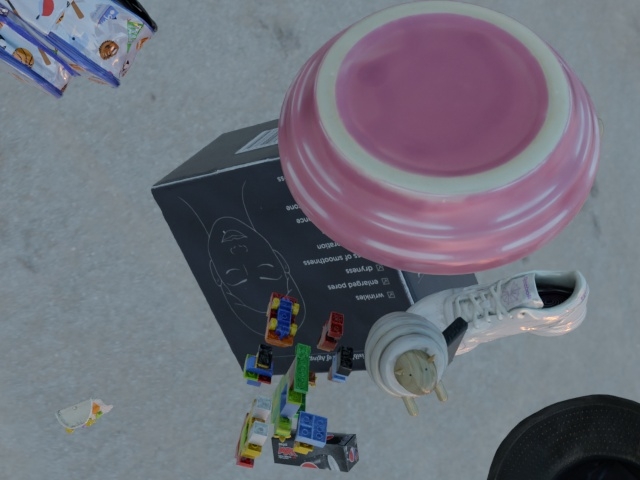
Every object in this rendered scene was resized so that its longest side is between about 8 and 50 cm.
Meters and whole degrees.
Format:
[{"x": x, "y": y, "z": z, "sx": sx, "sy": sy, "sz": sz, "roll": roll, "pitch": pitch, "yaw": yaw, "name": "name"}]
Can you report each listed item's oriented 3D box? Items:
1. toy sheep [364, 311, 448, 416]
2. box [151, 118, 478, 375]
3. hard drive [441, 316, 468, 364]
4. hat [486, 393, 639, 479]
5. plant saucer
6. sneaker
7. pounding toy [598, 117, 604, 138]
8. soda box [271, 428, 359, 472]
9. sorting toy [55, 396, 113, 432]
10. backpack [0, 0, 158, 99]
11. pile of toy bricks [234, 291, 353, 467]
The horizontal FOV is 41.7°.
[{"x": 0.084, "y": 0.113, "z": 0.825, "sx": 0.091, "sy": 0.132, "sz": 0.091, "roll": -3, "pitch": 106, "yaw": -12, "name": "toy sheep"}, {"x": 0.000, "y": 0.000, "z": 1.698, "sx": 0.297, "sy": 0.479, "sz": 0.472, "roll": -48, "pitch": 122, "yaw": -50, "name": "box"}, {"x": 0.169, "y": 0.174, "z": 1.232, "sx": 0.094, "sy": 0.135, "sz": 0.022, "roll": -39, "pitch": 69, "yaw": -22, "name": "hard drive"}, {"x": 0.365, "y": 0.354, "z": 1.016, "sx": 0.134, "sy": 0.331, "sz": 0.332, "roll": 14, "pitch": 71, "yaw": -55, "name": "hat"}, {"x": 0.120, "y": -0.127, "z": 0.853, "sx": 0.084, "sy": 0.332, "sz": 0.332, "roll": 85, "pitch": 22, "yaw": -60, "name": "plant saucer"}, {"x": 0.273, "y": 0.097, "z": 1.329, "sx": 0.152, "sy": 0.305, "sz": 0.114, "roll": 76, "pitch": 3, "yaw": -63, "name": "sneaker"}, {"x": 0.222, "y": -0.135, "z": 1.101, "sx": 0.154, "sy": 0.269, "sz": 0.155, "roll": -54, "pitch": 152, "yaw": -44, "name": "pounding toy"}, {"x": -0.011, "y": 0.413, "z": 1.661, "sx": 0.053, "sy": 0.168, "sz": 0.060, "roll": -25, "pitch": 110, "yaw": -60, "name": "soda box"}, {"x": -0.401, "y": 0.300, "z": 1.459, "sx": 0.075, "sy": 0.083, "sz": 0.045, "roll": 3, "pitch": 66, "yaw": -66, "name": "sorting toy"}, {"x": -0.364, "y": -0.308, "z": 1.130, "sx": 0.263, "sy": 0.276, "sz": 0.213, "roll": 27, "pitch": 99, "yaw": -27, "name": "backpack"}, {"x": -0.036, "y": 0.172, "z": 0.954, "sx": 0.118, "sy": 0.105, "sz": 0.212, "roll": 17, "pitch": 43, "yaw": -11, "name": "pile of toy bricks"}]
